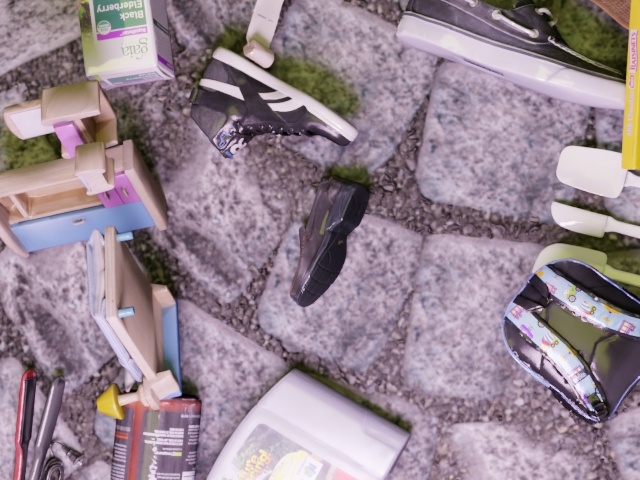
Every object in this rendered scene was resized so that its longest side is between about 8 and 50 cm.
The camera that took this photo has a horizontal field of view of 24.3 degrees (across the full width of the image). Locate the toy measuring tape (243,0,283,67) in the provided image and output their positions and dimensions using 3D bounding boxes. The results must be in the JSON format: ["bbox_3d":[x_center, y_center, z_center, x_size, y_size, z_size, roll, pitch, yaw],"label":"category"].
[{"bbox_3d":[-0.003,-0.371,1.824,0.121,0.121,0.330,15,77,10],"label":"toy measuring tape"}]

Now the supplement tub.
[{"bbox_3d":[-0.207,0.285,1.828,0.106,0.106,0.197,6,86,9],"label":"supplement tub"}]

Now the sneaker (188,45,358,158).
[{"bbox_3d":[-0.066,-0.142,1.858,0.217,0.079,0.121,31,94,18],"label":"sneaker"}]

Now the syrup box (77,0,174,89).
[{"bbox_3d":[-0.254,-0.318,1.886,0.093,0.096,0.236,-8,84,8],"label":"syrup box"}]

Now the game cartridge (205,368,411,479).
[{"bbox_3d":[-0.042,0.318,1.828,0.196,0.060,0.294,28,90,14],"label":"game cartridge"}]

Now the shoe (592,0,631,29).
[{"bbox_3d":[0.337,-0.337,1.821,0.219,0.058,0.076,47,129,13],"label":"shoe"}]

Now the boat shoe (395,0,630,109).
[{"bbox_3d":[0.246,-0.245,1.804,0.301,0.108,0.102,22,90,16],"label":"boat shoe"}]

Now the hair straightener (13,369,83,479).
[{"bbox_3d":[-0.348,0.283,1.878,0.089,0.047,0.230,8,87,10],"label":"hair straightener"}]

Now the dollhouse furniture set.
[{"bbox_3d":[-0.303,0.031,1.740,0.198,0.286,0.303,-13,56,7],"label":"dollhouse furniture set"}]

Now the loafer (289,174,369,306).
[{"bbox_3d":[0.000,0.000,1.848,0.061,0.062,0.170,24,86,32],"label":"loafer"}]

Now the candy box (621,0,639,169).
[{"bbox_3d":[0.407,-0.186,1.763,0.105,0.027,0.205,-1,96,-31],"label":"candy box"}]

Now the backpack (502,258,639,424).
[{"bbox_3d":[0.306,0.112,1.756,0.173,0.117,0.158,37,92,9],"label":"backpack"}]

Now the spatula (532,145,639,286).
[{"bbox_3d":[0.395,-0.012,1.802,0.242,0.019,0.168,14,87,10],"label":"spatula"}]
